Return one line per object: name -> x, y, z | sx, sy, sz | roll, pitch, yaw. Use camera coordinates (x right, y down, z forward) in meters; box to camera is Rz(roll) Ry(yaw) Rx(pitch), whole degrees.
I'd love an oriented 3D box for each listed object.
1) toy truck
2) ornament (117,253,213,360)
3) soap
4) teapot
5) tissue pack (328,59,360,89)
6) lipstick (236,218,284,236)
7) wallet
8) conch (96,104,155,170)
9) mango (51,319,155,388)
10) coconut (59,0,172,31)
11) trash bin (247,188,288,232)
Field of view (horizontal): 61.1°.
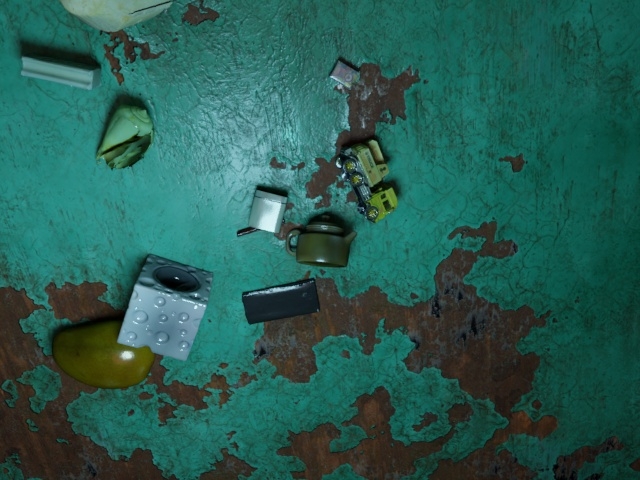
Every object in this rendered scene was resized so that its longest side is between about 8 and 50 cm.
toy truck -> 0.167, -0.206, 1.843 | 0.157, 0.124, 0.272 | -29, 110, -5
ornament -> -0.531, 0.228, 1.882 | 0.239, 0.240, 0.239 | 20, 110, -13
soap -> -0.768, -0.506, 1.620 | 0.199, 0.114, 0.063 | 10, 111, -11
teapot -> 0.000, 0.000, 1.892 | 0.268, 0.185, 0.175 | 2, 79, 22
tissue pack -> 0.075, -0.531, 1.741 | 0.083, 0.035, 0.063 | 26, 107, -16
lipstick -> -0.213, -0.047, 1.919 | 0.177, 0.027, 0.027 | -17, 113, 3
wallet -> -0.149, 0.234, 2.040 | 0.286, 0.030, 0.146 | -11, 117, -2
conch -> -0.609, -0.310, 1.706 | 0.143, 0.137, 0.250 | 26, 108, -16
mango -> -0.775, 0.408, 1.950 | 0.378, 0.221, 0.263 | 4, 124, 3
coconut -> -0.558, -0.726, 1.469 | 0.323, 0.323, 0.322 | -2, 113, -5
trash bin -> -0.181, -0.103, 1.865 | 0.116, 0.059, 0.129 | 14, 101, -2
